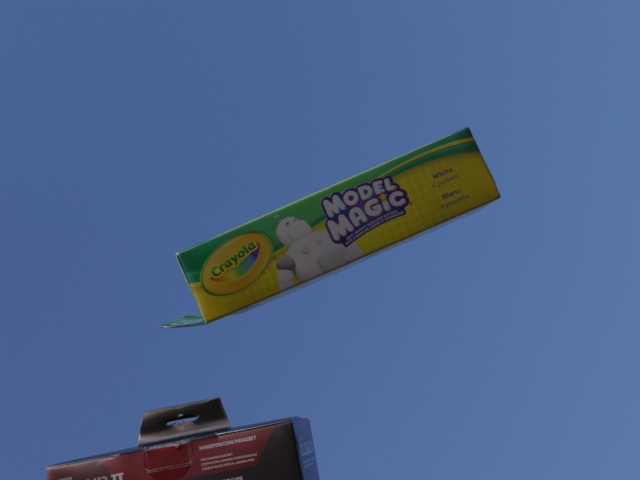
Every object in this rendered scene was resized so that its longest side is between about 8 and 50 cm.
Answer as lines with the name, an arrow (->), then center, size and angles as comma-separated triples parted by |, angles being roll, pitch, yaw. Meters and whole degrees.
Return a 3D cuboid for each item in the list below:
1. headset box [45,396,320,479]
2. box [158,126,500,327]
headset box -> -0.099, 0.286, 0.665 | 0.218, 0.110, 0.293 | -13, -103, 4
box -> 0.000, 0.000, 0.423 | 0.179, 0.105, 0.043 | -25, -94, 2
